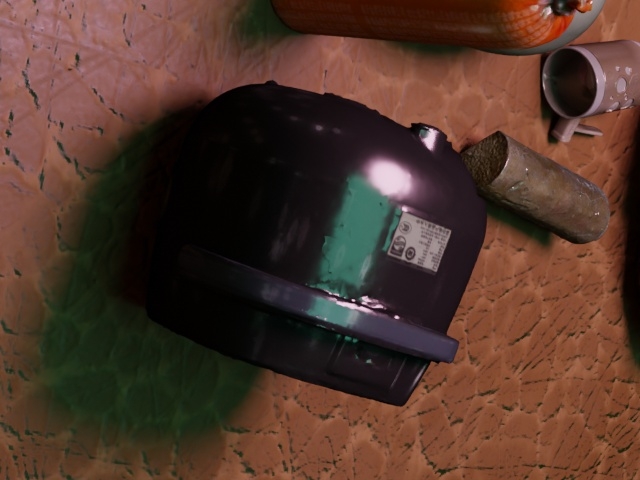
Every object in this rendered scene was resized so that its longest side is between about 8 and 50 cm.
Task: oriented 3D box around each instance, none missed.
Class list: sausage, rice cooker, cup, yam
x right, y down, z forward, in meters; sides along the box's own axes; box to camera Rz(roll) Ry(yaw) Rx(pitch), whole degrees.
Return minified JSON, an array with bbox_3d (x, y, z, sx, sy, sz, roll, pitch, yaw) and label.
[{"bbox_3d":[0.091,-0.202,1.321,0.093,0.312,0.093,-9,104,-40],"label":"sausage"},{"bbox_3d":[0.000,0.000,1.328,0.267,0.267,0.224,21,89,-40],"label":"rice cooker"},{"bbox_3d":[0.281,-0.148,1.646,0.099,0.074,0.102,-12,107,-38],"label":"cup"},{"bbox_3d":[0.209,-0.052,1.611,0.169,0.068,0.068,25,82,-39],"label":"yam"}]

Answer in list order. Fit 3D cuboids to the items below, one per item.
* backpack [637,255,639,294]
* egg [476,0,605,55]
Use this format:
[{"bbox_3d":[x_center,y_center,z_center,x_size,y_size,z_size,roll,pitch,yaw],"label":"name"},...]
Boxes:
[{"bbox_3d":[0.472,-0.013,1.751,0.283,0.197,0.317,6,118,-23],"label":"backpack"},{"bbox_3d":[0.164,-0.250,1.466,0.231,0.168,0.168,19,86,-43],"label":"egg"}]
